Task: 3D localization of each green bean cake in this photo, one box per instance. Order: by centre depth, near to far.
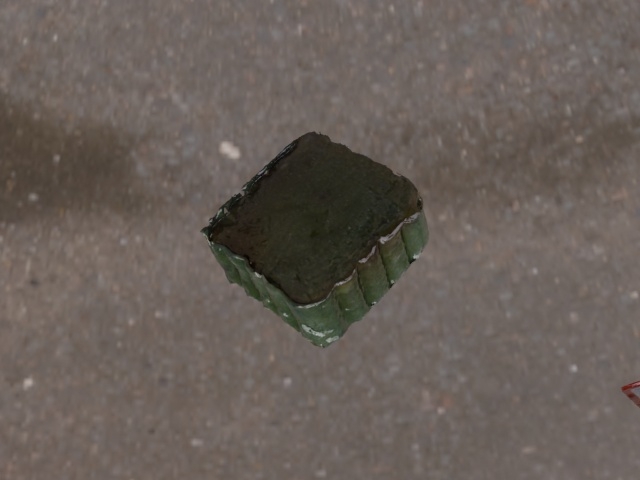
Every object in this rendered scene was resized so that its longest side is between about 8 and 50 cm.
[{"bbox_3d":[0.000,0.000,1.493,0.173,0.181,0.094,-46,141,-16],"label":"green bean cake"}]

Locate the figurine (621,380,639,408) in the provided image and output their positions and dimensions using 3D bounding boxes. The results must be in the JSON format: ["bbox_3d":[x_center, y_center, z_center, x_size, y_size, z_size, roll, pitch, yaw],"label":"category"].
[{"bbox_3d":[0.373,0.216,1.248,0.183,0.226,0.160,-16,161,16],"label":"figurine"}]
